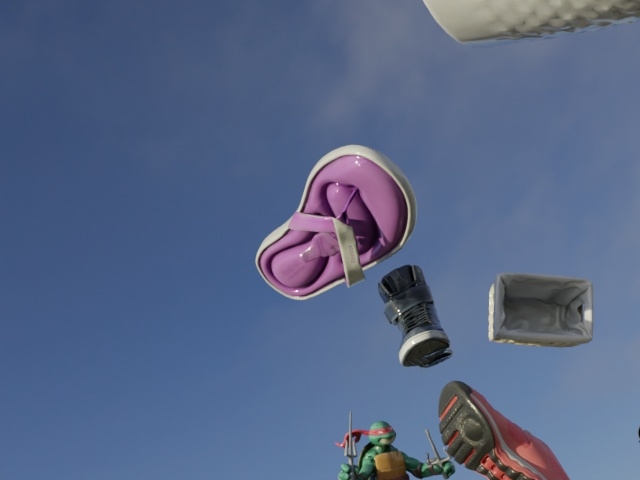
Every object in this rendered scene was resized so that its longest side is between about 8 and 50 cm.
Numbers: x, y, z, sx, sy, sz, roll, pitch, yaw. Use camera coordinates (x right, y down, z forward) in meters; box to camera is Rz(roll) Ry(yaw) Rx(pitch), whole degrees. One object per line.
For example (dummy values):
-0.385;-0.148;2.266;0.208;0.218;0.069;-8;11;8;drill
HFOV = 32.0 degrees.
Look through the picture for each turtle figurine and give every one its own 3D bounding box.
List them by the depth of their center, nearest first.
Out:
0.106;0.349;1.621;0.175;0.234;0.118;-10;0;-13;turtle figurine

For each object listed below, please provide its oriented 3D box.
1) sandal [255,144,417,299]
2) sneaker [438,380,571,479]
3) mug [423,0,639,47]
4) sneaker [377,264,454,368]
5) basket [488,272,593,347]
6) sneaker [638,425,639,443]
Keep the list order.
0.013;0.009;1.622;0.102;0.169;0.416;-57;4;-33;sandal
0.336;0.380;2.016;0.136;0.314;0.116;-16;-30;-50;sneaker
0.252;-0.364;0.994;0.328;0.276;0.374;-3;-38;35;mug
0.142;0.114;1.765;0.086;0.163;0.226;-23;-13;5;sneaker
0.375;0.124;1.923;0.167;0.113;0.103;4;-16;-1;basket
0.549;0.326;1.774;0.118;0.083;0.222;20;-25;4;sneaker
